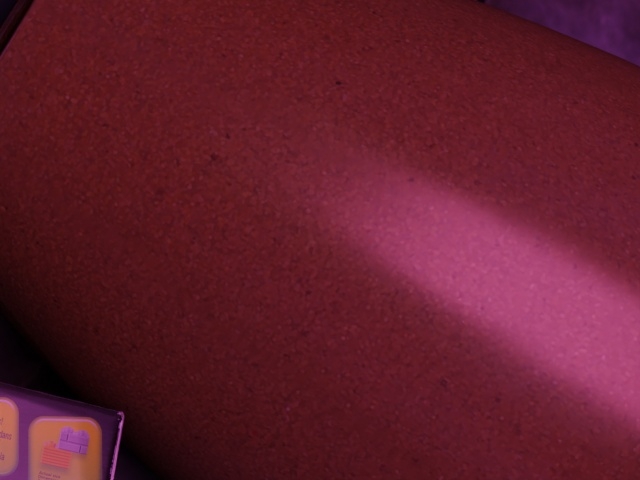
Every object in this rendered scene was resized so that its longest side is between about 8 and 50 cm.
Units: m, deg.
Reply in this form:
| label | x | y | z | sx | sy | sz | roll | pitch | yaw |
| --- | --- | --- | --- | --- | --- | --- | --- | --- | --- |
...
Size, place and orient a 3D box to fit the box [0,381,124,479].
| label | x | y | z | sx | sy | sz | roll | pitch | yaw |
| --- | --- | --- | --- | --- | --- | --- | --- | --- | --- |
| box | -0.179 | 0.053 | 0.599 | 0.207 | 0.114 | 0.036 | 17 | 72 | -25 |

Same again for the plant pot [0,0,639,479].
| label | x | y | z | sx | sy | sz | roll | pitch | yaw |
| --- | --- | --- | --- | --- | --- | --- | --- | --- | --- |
| plant pot | 0.000 | 0.000 | 0.654 | 0.254 | 0.237 | 0.237 | 32 | 66 | -14 |

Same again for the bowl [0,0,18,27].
| label | x | y | z | sx | sy | sz | roll | pitch | yaw |
| --- | --- | --- | --- | --- | --- | --- | --- | --- | --- |
| bowl | -0.188 | -0.191 | 0.617 | 0.311 | 0.163 | 0.312 | 7 | 76 | -29 |
